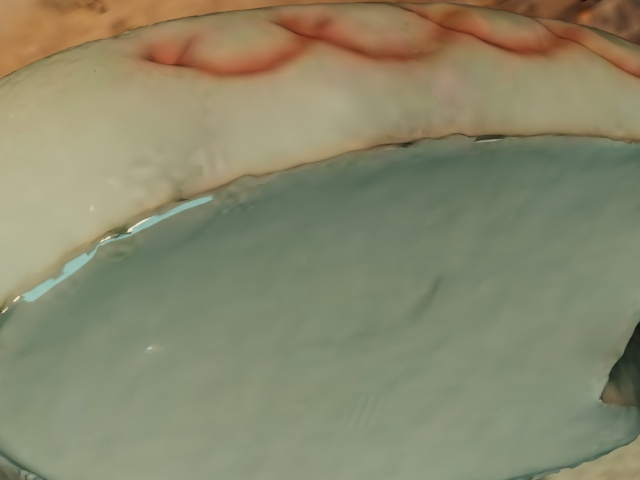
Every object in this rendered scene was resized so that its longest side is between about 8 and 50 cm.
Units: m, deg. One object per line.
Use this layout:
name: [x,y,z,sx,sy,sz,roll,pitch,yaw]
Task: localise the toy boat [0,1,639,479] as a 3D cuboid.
toy boat: [0.000,0.000,0.436,0.208,0.079,0.134,-4,139,-25]
